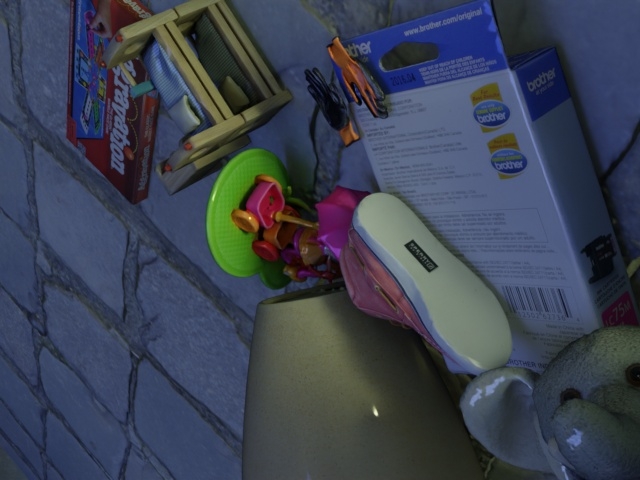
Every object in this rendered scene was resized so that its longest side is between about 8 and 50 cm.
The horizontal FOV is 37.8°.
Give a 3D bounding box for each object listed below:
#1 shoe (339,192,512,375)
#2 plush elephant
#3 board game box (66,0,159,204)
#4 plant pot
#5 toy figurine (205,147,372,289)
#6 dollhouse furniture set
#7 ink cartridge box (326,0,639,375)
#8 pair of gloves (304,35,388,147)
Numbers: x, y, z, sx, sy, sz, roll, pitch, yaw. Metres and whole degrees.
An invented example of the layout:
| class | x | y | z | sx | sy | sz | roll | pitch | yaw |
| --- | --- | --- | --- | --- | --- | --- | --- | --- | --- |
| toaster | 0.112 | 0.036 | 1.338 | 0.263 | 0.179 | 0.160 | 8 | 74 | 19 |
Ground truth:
| class | x | y | z | sx | sy | sz | roll | pitch | yaw |
| --- | --- | --- | --- | --- | --- | --- | --- | --- | --- |
| shoe | 0.081 | 0.048 | 0.765 | 0.178 | 0.063 | 0.081 | 52 | 149 | 20 |
| plush elephant | 0.224 | 0.159 | 0.583 | 0.272 | 0.330 | 0.255 | -40 | 82 | 22 |
| board game box | -0.250 | -0.182 | 1.119 | 0.145 | 0.027 | 0.281 | 42 | 142 | 19 |
| plant pot | 0.026 | 0.182 | 0.903 | 0.256 | 0.256 | 0.274 | -9 | 94 | 53 |
| toy figurine | 0.000 | 0.000 | 0.900 | 0.159 | 0.130 | 0.173 | 13 | 148 | 34 |
| dollhouse furniture set | -0.147 | -0.133 | 0.941 | 0.129 | 0.129 | 0.183 | 58 | 145 | 0 |
| ink cartridge box | 0.131 | -0.032 | 0.738 | 0.185 | 0.065 | 0.311 | -2 | 117 | 54 |
| pair of gloves | 0.020 | -0.119 | 0.751 | 0.074 | 0.010 | 0.083 | 56 | 151 | 1 |
